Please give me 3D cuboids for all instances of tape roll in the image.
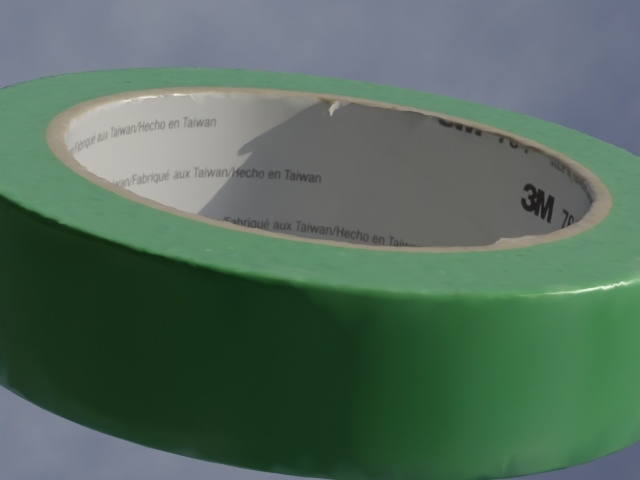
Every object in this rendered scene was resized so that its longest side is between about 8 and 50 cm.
[{"bbox_3d":[0.000,0.000,0.773,0.321,0.321,0.077,21,-68,39],"label":"tape roll"}]
